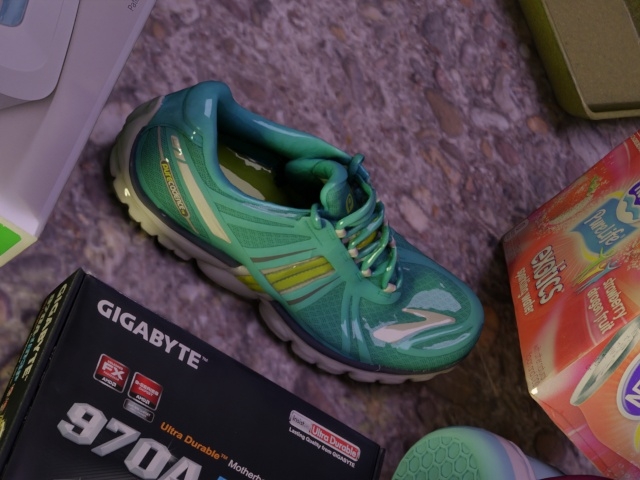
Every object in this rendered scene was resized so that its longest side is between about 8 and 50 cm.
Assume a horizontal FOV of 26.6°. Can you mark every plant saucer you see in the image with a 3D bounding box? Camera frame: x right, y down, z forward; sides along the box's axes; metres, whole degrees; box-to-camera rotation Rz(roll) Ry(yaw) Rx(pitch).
[{"bbox_3d":[0.240,-0.184,1.165,0.188,0.045,0.188,-8,74,-41],"label":"plant saucer"}]

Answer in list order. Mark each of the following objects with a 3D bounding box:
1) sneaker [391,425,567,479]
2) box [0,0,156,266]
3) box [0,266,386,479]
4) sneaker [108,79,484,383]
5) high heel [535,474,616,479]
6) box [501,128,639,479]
[{"bbox_3d":[0.141,0.275,0.760,0.208,0.127,0.319,19,65,-36],"label":"sneaker"},{"bbox_3d":[-0.221,-0.139,0.711,0.231,0.126,0.262,37,50,-22],"label":"box"},{"bbox_3d":[-0.078,0.145,0.733,0.220,0.051,0.175,34,51,-22],"label":"box"},{"bbox_3d":[0.000,0.000,0.831,0.275,0.110,0.107,32,51,-24],"label":"sneaker"},{"bbox_3d":[-0.019,0.197,0.574,0.377,0.181,0.127,-27,86,-11],"label":"high heel"},{"bbox_3d":[0.225,0.045,0.874,0.142,0.154,0.300,48,16,-10],"label":"box"}]
